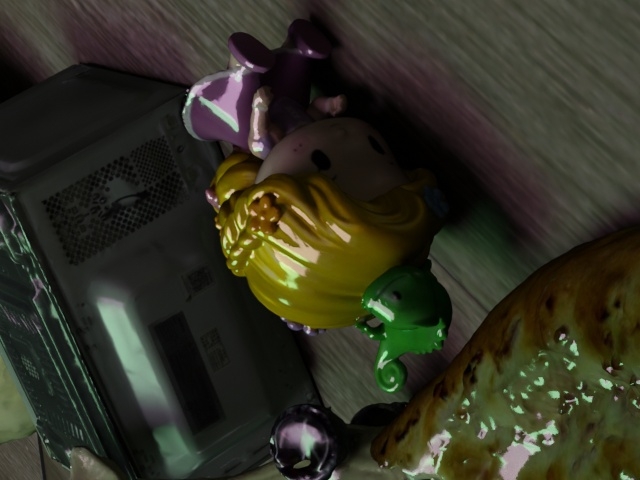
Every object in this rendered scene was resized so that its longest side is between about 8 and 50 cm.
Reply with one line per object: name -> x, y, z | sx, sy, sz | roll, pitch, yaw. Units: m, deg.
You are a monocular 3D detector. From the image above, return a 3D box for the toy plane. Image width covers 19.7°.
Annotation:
toy plane -> -0.017, 0.126, 0.868 | 0.286, 0.092, 0.108 | 2, 88, 28

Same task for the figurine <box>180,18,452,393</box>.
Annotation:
figurine -> 0.000, 0.000, 0.773 | 0.156, 0.095, 0.115 | 51, 146, 27

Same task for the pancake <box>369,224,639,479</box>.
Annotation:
pancake -> 0.101, 0.086, 0.606 | 0.376, 0.054, 0.197 | 167, 111, -70

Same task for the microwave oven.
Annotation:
microwave oven -> -0.112, 0.027, 0.988 | 0.162, 0.122, 0.208 | 19, 136, 56

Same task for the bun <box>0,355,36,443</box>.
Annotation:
bun -> -0.231, 0.014, 1.156 | 0.244, 0.153, 0.243 | 17, 120, 33
